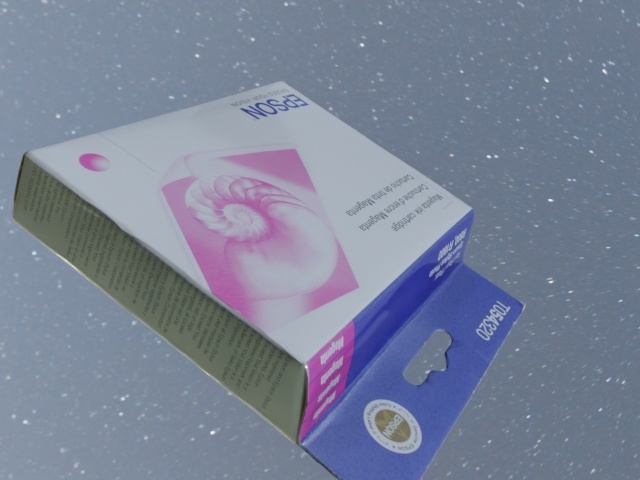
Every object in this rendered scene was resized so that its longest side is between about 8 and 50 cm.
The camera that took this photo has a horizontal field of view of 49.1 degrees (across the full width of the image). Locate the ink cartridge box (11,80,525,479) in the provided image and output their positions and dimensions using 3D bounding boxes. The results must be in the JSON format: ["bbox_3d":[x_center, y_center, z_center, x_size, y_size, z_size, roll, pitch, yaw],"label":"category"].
[{"bbox_3d":[0.000,0.000,0.559,0.330,0.324,0.071,34,-58,14],"label":"ink cartridge box"}]
